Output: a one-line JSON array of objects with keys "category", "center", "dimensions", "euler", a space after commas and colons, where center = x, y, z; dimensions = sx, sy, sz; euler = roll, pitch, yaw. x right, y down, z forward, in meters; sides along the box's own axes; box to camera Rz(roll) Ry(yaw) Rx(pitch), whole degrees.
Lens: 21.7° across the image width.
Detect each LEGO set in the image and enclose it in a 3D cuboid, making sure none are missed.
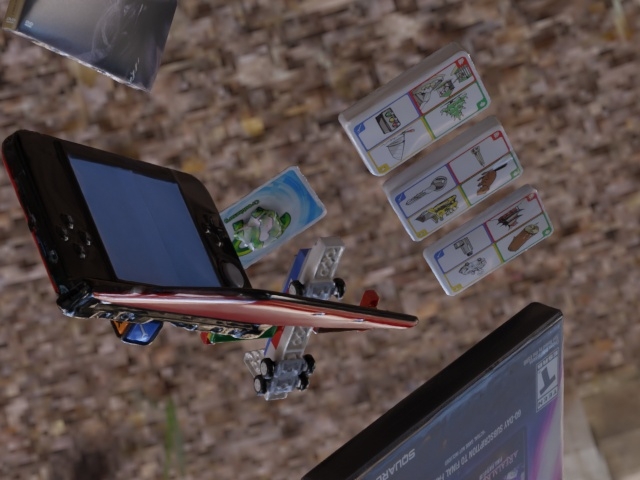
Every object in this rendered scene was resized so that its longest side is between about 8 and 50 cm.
[{"category": "LEGO set", "center": [0.000, 0.000, 0.964], "dimensions": [0.244, 0.060, 0.182], "euler": [-34, 139, 2]}]

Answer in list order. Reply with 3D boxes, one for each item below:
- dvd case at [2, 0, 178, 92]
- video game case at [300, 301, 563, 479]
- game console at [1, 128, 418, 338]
[{"category": "dvd case", "center": [-0.133, -0.228, 1.160], "dimensions": [0.018, 0.221, 0.164], "euler": [15, 177, 29]}, {"category": "video game case", "center": [0.070, 0.193, 0.917], "dimensions": [0.026, 0.274, 0.196], "euler": [20, -142, 37]}, {"category": "game console", "center": [-0.044, -0.003, 0.704], "dimensions": [0.085, 0.124, 0.144], "euler": [-33, 158, 22]}]
